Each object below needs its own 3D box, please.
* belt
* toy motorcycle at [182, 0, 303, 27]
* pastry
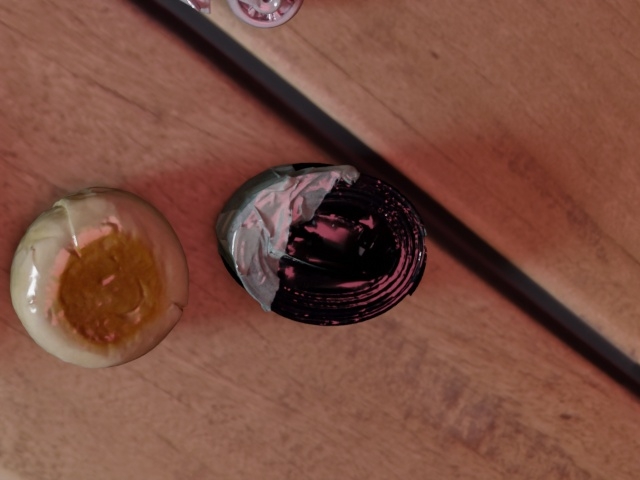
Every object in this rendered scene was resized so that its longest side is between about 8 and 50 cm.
[{"bbox_3d":[0.000,0.000,1.097,0.198,0.078,0.151,4,100,-21],"label":"belt"},{"bbox_3d":[-0.121,-0.268,0.997,0.254,0.112,0.112,39,85,-24],"label":"toy motorcycle"},{"bbox_3d":[-0.192,0.032,1.020,0.156,0.092,0.157,-5,104,-19],"label":"pastry"}]
